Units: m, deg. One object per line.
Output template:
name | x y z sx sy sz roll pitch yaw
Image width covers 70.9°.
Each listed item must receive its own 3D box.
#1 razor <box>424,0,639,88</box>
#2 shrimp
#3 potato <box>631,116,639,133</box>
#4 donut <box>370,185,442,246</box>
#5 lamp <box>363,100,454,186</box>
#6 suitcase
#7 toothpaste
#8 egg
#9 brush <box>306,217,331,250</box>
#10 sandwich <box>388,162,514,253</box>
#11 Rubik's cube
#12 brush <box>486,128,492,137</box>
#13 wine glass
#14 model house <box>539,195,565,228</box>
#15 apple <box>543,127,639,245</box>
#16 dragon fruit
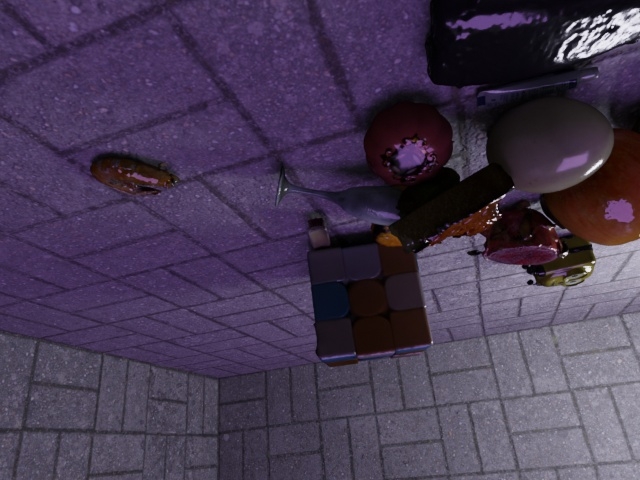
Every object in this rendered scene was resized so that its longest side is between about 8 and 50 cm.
razor | 0.331 -0.335 0.688 0.327 0.107 0.189 -9 155 7
shrimp | -0.415 -0.142 1.014 0.188 0.051 0.132 11 163 -16
potato | 0.770 -0.229 1.000 0.149 0.113 0.251 -31 154 29
donut | 0.254 -0.065 1.220 0.254 0.118 0.253 -3 155 -2
lamp | 0.178 -0.199 0.917 0.182 0.140 0.182 3 137 3
suitcase | 0.867 0.087 1.632 0.235 0.143 0.194 -15 153 18
toothpaste | 0.415 -0.296 0.868 0.216 0.037 0.062 -10 156 18
egg | 0.446 -0.188 0.888 0.189 0.188 0.254 4 -177 -19
brush | 0.000 0.000 1.393 0.060 0.050 0.321 -10 162 2
sandwich | 0.290 -0.086 0.997 0.250 0.162 0.301 -33 163 21
Rubik's cube | 0.155 0.218 1.487 0.345 0.346 0.346 -7 162 3
brush | 0.492 -0.217 1.054 0.266 0.027 0.062 8 137 -25
wine glass | 0.066 -0.139 0.985 0.310 0.096 0.264 10 151 -5
model house | 0.720 -0.116 1.239 0.164 0.141 0.203 -32 170 8
apple | 0.634 -0.115 0.985 0.241 0.242 0.242 38 140 -13
dragon fruit | 0.594 -0.016 1.365 0.282 0.147 0.211 0 160 20
